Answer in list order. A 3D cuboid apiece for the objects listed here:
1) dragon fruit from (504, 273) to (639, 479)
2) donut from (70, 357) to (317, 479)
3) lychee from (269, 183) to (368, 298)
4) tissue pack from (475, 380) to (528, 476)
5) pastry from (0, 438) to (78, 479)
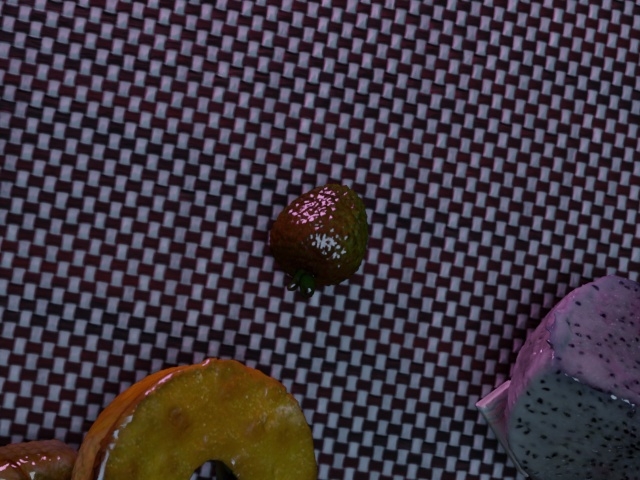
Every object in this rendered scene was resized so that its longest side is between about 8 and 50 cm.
[{"bbox_3d":[0.357,0.190,1.221,0.283,0.204,0.221,24,45,0],"label":"dragon fruit"},{"bbox_3d":[-0.146,0.274,1.116,0.302,0.110,0.303,-2,93,-38],"label":"donut"},{"bbox_3d":[0.000,0.000,1.189,0.114,0.114,0.146,29,69,-9],"label":"lychee"},{"bbox_3d":[0.243,0.232,1.277,0.056,0.023,0.108,-35,96,-11],"label":"tissue pack"},{"bbox_3d":[-0.321,0.310,1.105,0.192,0.093,0.182,-4,93,-41],"label":"pastry"}]
